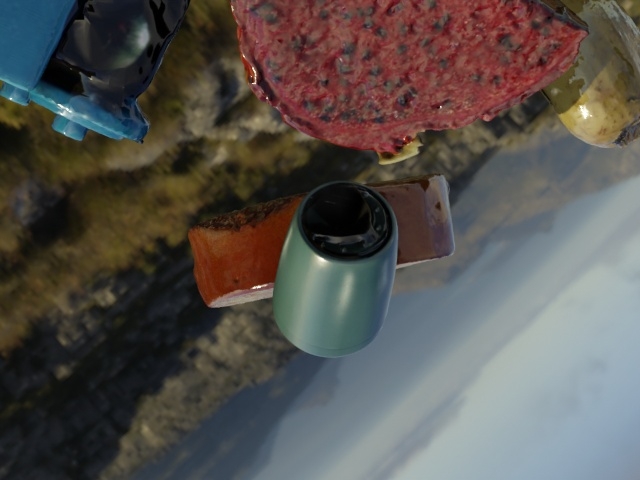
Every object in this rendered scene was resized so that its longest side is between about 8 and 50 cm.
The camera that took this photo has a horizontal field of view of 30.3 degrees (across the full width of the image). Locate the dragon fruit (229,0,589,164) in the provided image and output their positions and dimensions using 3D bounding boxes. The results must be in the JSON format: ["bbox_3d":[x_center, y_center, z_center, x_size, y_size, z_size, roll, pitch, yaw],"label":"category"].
[{"bbox_3d":[0.042,-0.196,1.039,0.205,0.317,0.152,-57,-159,27],"label":"dragon fruit"}]

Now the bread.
[{"bbox_3d":[-0.004,0.001,1.471,0.327,0.114,0.295,-13,178,29],"label":"bread"}]

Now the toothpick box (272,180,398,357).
[{"bbox_3d":[0.016,0.026,1.168,0.120,0.120,0.184,-39,159,-26],"label":"toothpick box"}]

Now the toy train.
[{"bbox_3d":[-0.244,-0.207,0.899,0.265,0.300,0.188,23,95,-35],"label":"toy train"}]

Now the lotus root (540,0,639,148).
[{"bbox_3d":[0.341,-0.253,1.553,0.146,0.284,0.160,-35,177,19],"label":"lotus root"}]
